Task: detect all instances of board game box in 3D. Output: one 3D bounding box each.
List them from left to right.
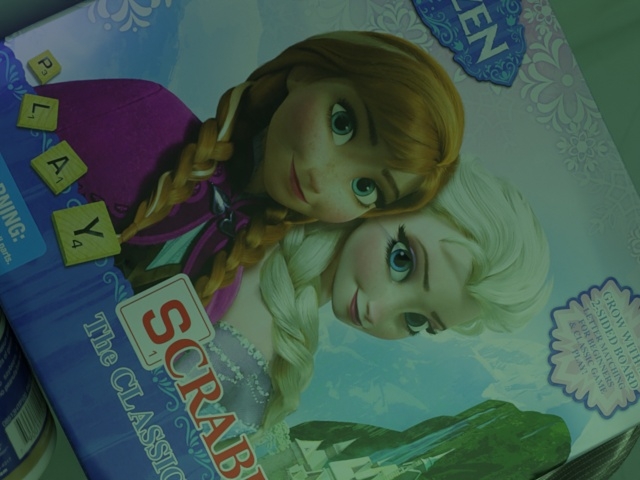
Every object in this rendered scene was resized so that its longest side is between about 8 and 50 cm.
[{"bbox_3d":[0.000,0.000,0.654,0.318,0.066,0.319,-27,94,-8],"label":"board game box"}]

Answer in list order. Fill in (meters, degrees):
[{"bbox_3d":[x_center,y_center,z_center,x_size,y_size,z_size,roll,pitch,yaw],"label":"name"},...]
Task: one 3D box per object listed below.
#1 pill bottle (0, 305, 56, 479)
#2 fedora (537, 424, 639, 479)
[{"bbox_3d":[-0.217,0.050,0.643,0.112,0.112,0.187,-23,120,-10],"label":"pill bottle"},{"bbox_3d":[0.121,0.083,0.787,0.275,0.124,0.244,-37,123,-1],"label":"fedora"}]
